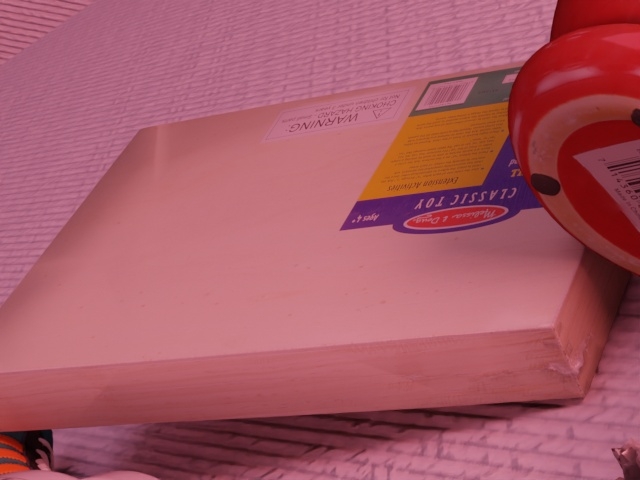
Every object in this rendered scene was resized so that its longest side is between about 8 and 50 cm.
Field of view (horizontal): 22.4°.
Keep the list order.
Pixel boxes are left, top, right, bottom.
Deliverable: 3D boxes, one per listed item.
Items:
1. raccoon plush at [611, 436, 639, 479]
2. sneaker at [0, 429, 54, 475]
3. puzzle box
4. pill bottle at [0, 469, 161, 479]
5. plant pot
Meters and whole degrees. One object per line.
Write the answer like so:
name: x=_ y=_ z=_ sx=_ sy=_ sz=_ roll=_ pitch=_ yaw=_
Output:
raccoon plush: x=0.140 y=0.080 z=0.520 sx=0.446 sy=0.216 sz=0.299 roll=-29 pitch=15 yaw=21
sneaker: x=-0.196 y=0.180 z=0.981 sx=0.121 sy=0.108 sz=0.302 roll=2 pitch=17 yaw=7
puzzle box: x=0.000 y=0.000 z=0.973 sx=0.409 sy=0.052 sz=0.272 roll=-6 pitch=34 yaw=32
pill bottle: x=-0.148 y=0.176 z=0.742 sx=0.131 sy=0.131 sz=0.229 roll=-27 pitch=-9 yaw=25
plant pot: x=0.197 y=-0.081 z=0.765 sx=0.191 sy=0.191 sz=0.174 roll=-10 pitch=41 yaw=50
